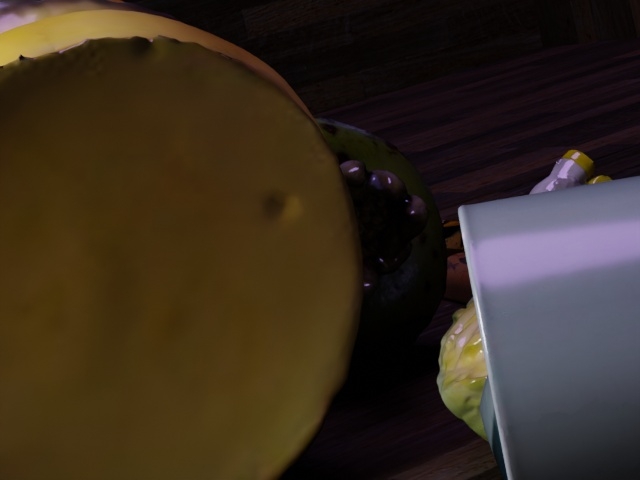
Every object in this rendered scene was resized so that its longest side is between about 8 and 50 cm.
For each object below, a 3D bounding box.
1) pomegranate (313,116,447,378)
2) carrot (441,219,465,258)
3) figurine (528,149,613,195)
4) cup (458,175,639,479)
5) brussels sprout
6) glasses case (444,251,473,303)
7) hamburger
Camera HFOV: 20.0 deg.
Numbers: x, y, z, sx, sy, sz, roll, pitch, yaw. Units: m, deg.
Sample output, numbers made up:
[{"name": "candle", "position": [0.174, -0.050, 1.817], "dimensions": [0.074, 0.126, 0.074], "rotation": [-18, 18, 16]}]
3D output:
[{"name": "pomegranate", "position": [-0.018, -0.002, 1.506], "dimensions": [0.242, 0.242, 0.306], "rotation": [-12, -14, 6]}, {"name": "carrot", "position": [0.064, 0.026, 1.850], "dimensions": [0.229, 0.069, 0.069], "rotation": [-13, 10, 10]}, {"name": "figurine", "position": [0.237, -0.026, 1.862], "dimensions": [0.130, 0.109, 0.178], "rotation": [-21, -1, 1]}, {"name": "cup", "position": [0.243, 0.054, 1.034], "dimensions": [0.312, 0.205, 0.205], "rotation": [-10, 10, 6]}, {"name": "brussels sprout", "position": [0.162, 0.083, 1.228], "dimensions": [0.149, 0.122, 0.151], "rotation": [-48, 15, -6]}, {"name": "glasses case", "position": [0.173, 0.037, 1.711], "dimensions": [0.065, 0.041, 0.170], "rotation": [-16, 9, -19]}, {"name": "hamburger", "position": [-0.177, 0.001, 1.260], "dimensions": [0.396, 0.395, 0.277], "rotation": [-17, 21, -22]}]
